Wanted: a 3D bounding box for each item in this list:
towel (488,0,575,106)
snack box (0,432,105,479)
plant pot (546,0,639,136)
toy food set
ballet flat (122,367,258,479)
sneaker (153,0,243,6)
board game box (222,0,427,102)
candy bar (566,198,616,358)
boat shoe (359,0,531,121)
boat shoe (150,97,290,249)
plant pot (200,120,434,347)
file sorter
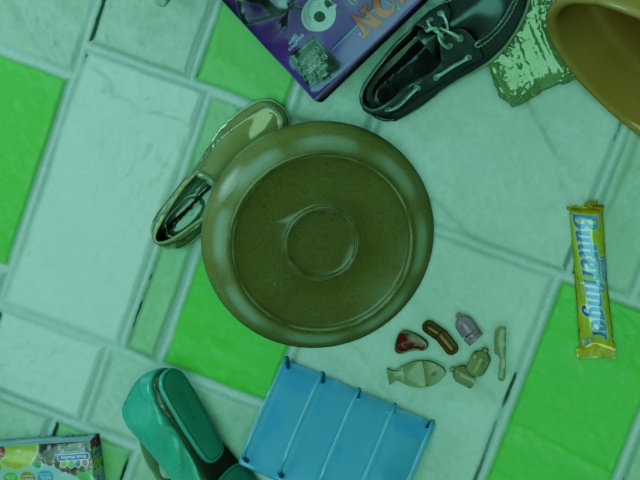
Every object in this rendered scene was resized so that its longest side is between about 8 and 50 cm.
[{"bbox_3d":[0.204,-0.216,1.549,0.110,0.027,0.148,-23,91,9],"label":"towel"},{"bbox_3d":[-0.300,0.260,1.661,0.141,0.037,0.100,-5,97,8],"label":"snack box"},{"bbox_3d":[0.379,-0.199,1.416,0.291,0.291,0.203,37,84,2],"label":"plant pot"},{"bbox_3d":[0.129,0.111,1.600,0.122,0.019,0.077,2,96,15],"label":"toy food set"},{"bbox_3d":[-0.123,0.246,1.625,0.087,0.083,0.247,-32,91,34],"label":"ballet flat"},{"bbox_3d":[-0.050,-0.320,1.499,0.305,0.114,0.152,-18,107,11],"label":"sneaker"},{"bbox_3d":[0.053,-0.328,1.540,0.347,0.056,0.208,-44,88,9],"label":"board game box"},{"bbox_3d":[0.270,0.039,1.573,0.040,0.018,0.161,-4,96,8],"label":"candy bar"},{"bbox_3d":[0.119,-0.188,1.524,0.206,0.065,0.075,-40,80,22],"label":"boat shoe"},{"bbox_3d":[-0.100,-0.063,1.582,0.068,0.072,0.190,38,99,2],"label":"boat shoe"},{"bbox_3d":[0.000,0.000,1.561,0.236,0.032,0.236,-2,106,-7],"label":"plant pot"},{"bbox_3d":[0.017,0.199,1.565,0.170,0.104,0.118,23,79,5],"label":"file sorter"}]
